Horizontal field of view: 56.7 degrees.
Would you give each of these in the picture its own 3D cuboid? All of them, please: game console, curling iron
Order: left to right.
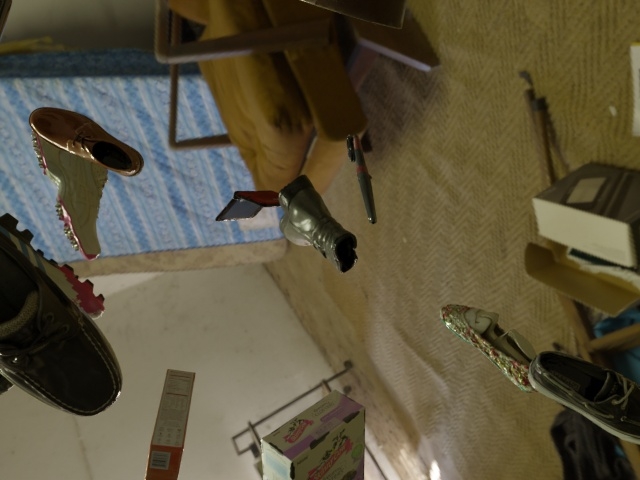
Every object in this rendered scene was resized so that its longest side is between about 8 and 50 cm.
[{"bbox_3d":[-0.139,-0.066,1.326,0.124,0.144,0.085,22,106,27],"label":"game console"},{"bbox_3d":[0.104,-0.151,1.425,0.068,0.035,0.274,86,172,-54],"label":"curling iron"}]

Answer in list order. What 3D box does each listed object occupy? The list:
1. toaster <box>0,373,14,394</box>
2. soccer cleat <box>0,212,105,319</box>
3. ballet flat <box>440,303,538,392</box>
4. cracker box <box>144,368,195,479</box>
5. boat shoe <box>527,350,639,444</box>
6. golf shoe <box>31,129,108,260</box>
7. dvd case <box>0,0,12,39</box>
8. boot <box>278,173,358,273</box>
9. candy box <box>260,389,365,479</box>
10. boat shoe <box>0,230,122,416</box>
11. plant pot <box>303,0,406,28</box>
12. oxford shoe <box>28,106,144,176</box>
[{"bbox_3d":[-0.607,0.190,1.059,0.227,0.147,0.129,-97,-5,-67],"label":"toaster"},{"bbox_3d":[-0.527,0.078,1.056,0.116,0.143,0.331,17,153,33],"label":"soccer cleat"},{"bbox_3d":[0.336,0.184,1.123,0.241,0.091,0.077,40,132,27],"label":"ballet flat"},{"bbox_3d":[-0.311,0.398,1.219,0.232,0.067,0.155,-101,24,-65],"label":"cracker box"},{"bbox_3d":[0.411,0.225,0.852,0.219,0.077,0.070,21,154,18],"label":"boat shoe"},{"bbox_3d":[-0.504,-0.111,1.264,0.115,0.140,0.306,9,116,59],"label":"golf shoe"},{"bbox_3d":[-0.429,-0.187,0.533,0.179,0.239,0.029,-64,15,14],"label":"dvd case"},{"bbox_3d":[0.000,0.000,1.060,0.161,0.083,0.246,52,171,18],"label":"boot"},{"bbox_3d":[-0.007,0.363,0.935,0.070,0.165,0.196,21,122,40],"label":"candy box"},{"bbox_3d":[-0.296,0.073,0.571,0.285,0.103,0.092,59,162,-20],"label":"boat shoe"},{"bbox_3d":[0.071,-0.501,0.990,0.215,0.215,0.230,47,127,48],"label":"plant pot"},{"bbox_3d":[-0.421,-0.182,1.061,0.212,0.076,0.076,24,-178,-9],"label":"oxford shoe"}]
